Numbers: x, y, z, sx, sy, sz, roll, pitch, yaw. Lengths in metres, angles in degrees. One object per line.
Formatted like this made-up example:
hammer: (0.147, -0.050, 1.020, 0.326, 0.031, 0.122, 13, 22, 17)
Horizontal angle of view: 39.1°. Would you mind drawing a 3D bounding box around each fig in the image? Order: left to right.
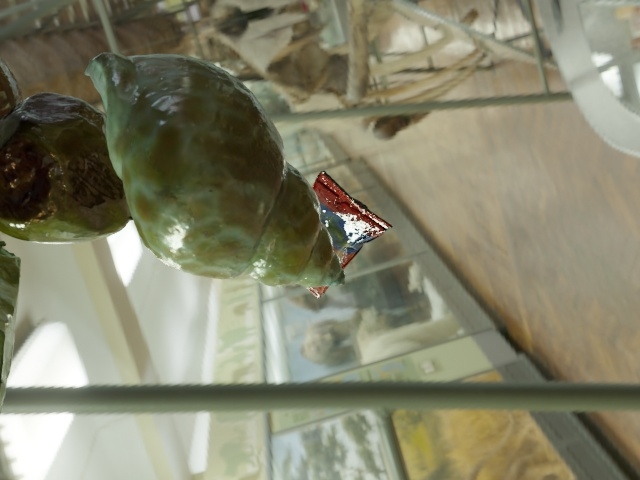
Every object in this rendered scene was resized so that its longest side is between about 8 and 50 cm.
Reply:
fig: (-0.259, -0.066, 0.905, 0.166, 0.144, 0.154, 42, -149, -48)

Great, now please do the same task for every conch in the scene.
conch: (-0.069, -0.045, 0.524, 0.173, 0.106, 0.116, 52, 154, 27)

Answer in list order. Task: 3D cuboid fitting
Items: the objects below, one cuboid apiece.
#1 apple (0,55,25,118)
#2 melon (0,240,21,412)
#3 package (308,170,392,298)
apple: (-0.495, -0.146, 1.138, 0.264, 0.264, 0.264, 164, 90, -89)
melon: (-0.400, 0.088, 1.005, 0.196, 0.124, 0.323, 42, -179, -11)
package: (0.000, 0.000, 0.897, 0.083, 0.022, 0.200, 36, 149, -3)
